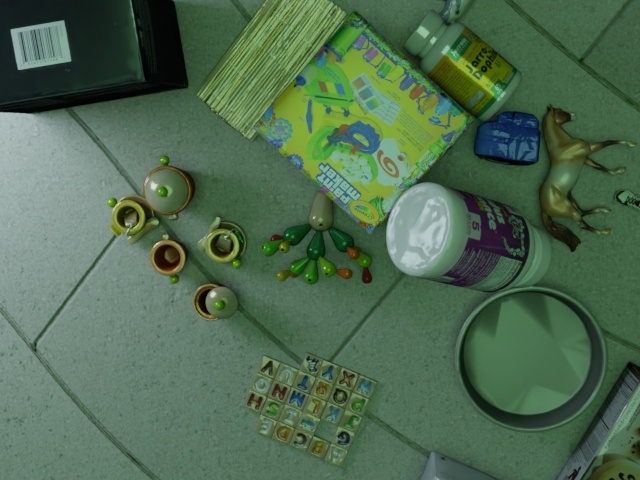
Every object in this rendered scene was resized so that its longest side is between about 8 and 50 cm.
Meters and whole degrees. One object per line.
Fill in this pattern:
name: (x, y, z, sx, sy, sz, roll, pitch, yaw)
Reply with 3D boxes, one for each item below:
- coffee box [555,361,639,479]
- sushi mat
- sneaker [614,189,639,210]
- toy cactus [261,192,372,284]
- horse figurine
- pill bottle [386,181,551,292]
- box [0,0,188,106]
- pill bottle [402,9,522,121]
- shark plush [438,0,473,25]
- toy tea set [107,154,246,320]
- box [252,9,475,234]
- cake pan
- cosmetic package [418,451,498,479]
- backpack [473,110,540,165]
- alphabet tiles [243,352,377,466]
coffee box: (0.605, 0.410, 1.679, 0.168, 0.119, 0.297, 29, 99, 2)
sushi mat: (-0.098, -0.358, 1.692, 0.151, 0.019, 0.316, 39, 99, -2)
sneaker: (0.604, -0.074, 1.658, 0.083, 0.037, 0.032, 19, 100, 4)
toy cactus: (0.000, 0.000, 1.703, 0.219, 0.112, 0.181, 6, 79, 7)
horse figurine: (0.482, -0.111, 1.649, 0.174, 0.066, 0.263, 15, 98, 2)
pill bottle: (0.278, 0.004, 1.569, 0.301, 0.169, 0.169, 12, 101, -39)
box: (-0.452, -0.342, 1.577, 0.343, 0.312, 0.179, -8, 96, 5)
pill bottle: (0.258, -0.327, 1.608, 0.208, 0.117, 0.117, 39, 99, -4)
shark plush: (0.250, -0.451, 1.648, 0.067, 0.073, 0.161, 40, 121, 18)
toy tea set: (-0.266, 0.004, 1.700, 0.200, 0.124, 0.336, -43, 92, 9)
box: (0.081, -0.216, 1.615, 0.290, 0.177, 0.279, 43, 99, -2)
cake pan: (0.409, 0.228, 1.706, 0.293, 0.054, 0.293, 1, 98, 5)
cosmetic package: (0.242, 0.646, 1.725, 0.217, 0.156, 0.385, 22, 100, 4)
backpack: (0.351, -0.192, 1.637, 0.120, 0.098, 0.101, 5, 93, 16)
alphabet tiles: (-0.029, 0.332, 1.781, 0.237, 0.009, 0.198, 22, 99, 1)
